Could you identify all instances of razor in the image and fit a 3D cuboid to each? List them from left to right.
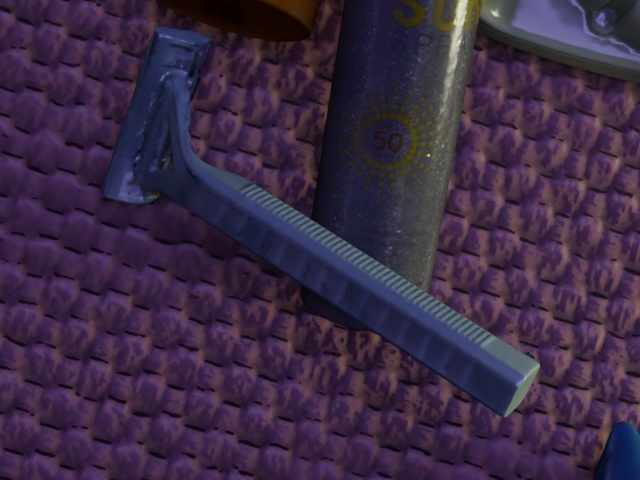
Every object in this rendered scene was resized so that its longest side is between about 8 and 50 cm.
[{"bbox_3d":[-0.005,0.003,1.024,0.278,0.056,0.111,37,123,23],"label":"razor"}]

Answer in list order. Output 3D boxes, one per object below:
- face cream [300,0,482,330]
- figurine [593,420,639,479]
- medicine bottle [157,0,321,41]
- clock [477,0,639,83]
[{"bbox_3d":[0.043,-0.090,1.045,0.073,0.073,0.283,7,112,-6],"label":"face cream"},{"bbox_3d":[0.128,0.243,1.034,0.416,0.243,0.297,0,74,-27],"label":"figurine"},{"bbox_3d":[-0.022,-0.231,1.073,0.112,0.149,0.222,17,83,-3],"label":"medicine bottle"},{"bbox_3d":[0.233,-0.215,1.123,0.324,0.108,0.265,20,82,-5],"label":"clock"}]
